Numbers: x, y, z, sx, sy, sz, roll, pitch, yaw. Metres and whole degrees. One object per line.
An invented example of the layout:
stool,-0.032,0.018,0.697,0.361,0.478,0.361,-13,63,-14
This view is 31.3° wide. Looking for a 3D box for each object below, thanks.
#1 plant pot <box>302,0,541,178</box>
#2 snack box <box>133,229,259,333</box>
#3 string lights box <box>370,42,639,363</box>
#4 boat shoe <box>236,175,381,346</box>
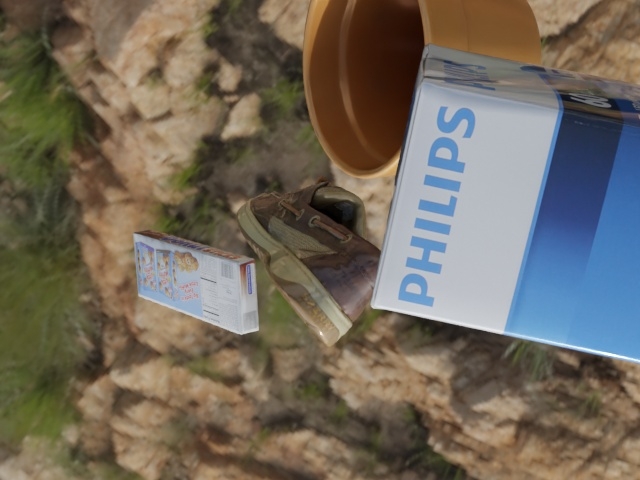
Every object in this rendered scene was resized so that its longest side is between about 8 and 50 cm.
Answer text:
plant pot,0.132,-0.225,1.418,0.291,0.203,0.291,14,106,59
snack box,-0.115,0.034,1.026,0.178,0.022,0.064,14,111,51
string lights box,0.154,-0.004,0.395,0.259,0.133,0.077,12,106,4
boat shoe,0.000,0.000,1.220,0.123,0.342,0.123,-40,107,1
